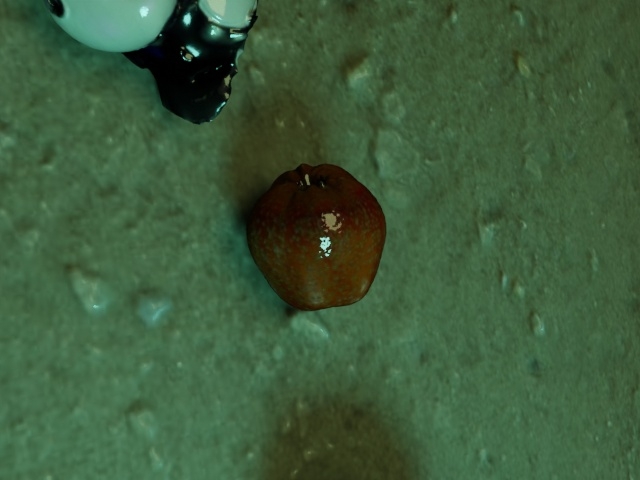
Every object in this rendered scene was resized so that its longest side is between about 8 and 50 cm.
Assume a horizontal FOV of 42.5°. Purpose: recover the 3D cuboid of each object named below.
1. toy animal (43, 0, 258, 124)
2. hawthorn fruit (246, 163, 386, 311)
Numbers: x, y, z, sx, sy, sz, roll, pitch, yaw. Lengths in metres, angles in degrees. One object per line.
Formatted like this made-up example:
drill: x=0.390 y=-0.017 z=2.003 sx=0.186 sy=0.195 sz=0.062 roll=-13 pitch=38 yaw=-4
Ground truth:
toy animal: x=-0.148 y=-0.211 z=0.706 sx=0.179 sy=0.138 sz=0.166 roll=26 pitch=47 yaw=-39
hawthorn fruit: x=0.000 y=0.000 z=0.787 sx=0.132 sy=0.132 sz=0.138 roll=-33 pitch=125 yaw=-41
